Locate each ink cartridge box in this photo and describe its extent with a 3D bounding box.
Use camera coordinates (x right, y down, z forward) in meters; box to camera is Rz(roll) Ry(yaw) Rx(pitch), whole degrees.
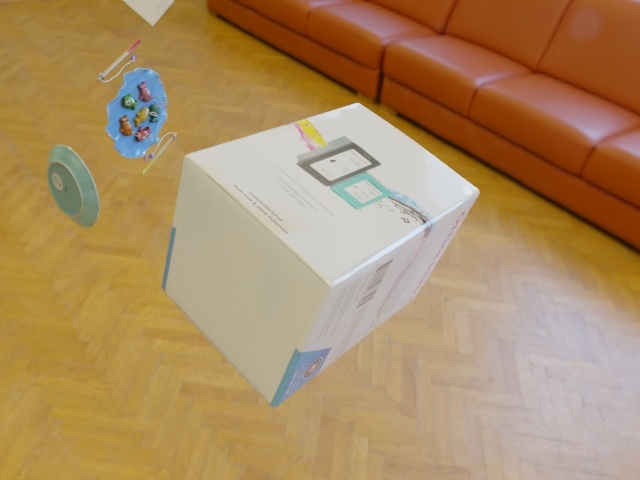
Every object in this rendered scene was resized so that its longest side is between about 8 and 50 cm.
[{"bbox_3d":[-0.286,-0.388,0.801,0.181,0.061,0.104,38,14,-30],"label":"ink cartridge box"},{"bbox_3d":[0.000,0.000,0.656,0.197,0.198,0.270,41,43,21],"label":"ink cartridge box"}]

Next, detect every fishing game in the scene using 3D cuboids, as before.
[{"bbox_3d":[-0.362,-0.255,1.181,0.041,0.264,0.189,18,54,17],"label":"fishing game"}]

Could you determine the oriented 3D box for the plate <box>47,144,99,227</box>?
[{"bbox_3d":[-0.544,-0.113,1.262,0.188,0.188,0.024,29,38,26],"label":"plate"}]
